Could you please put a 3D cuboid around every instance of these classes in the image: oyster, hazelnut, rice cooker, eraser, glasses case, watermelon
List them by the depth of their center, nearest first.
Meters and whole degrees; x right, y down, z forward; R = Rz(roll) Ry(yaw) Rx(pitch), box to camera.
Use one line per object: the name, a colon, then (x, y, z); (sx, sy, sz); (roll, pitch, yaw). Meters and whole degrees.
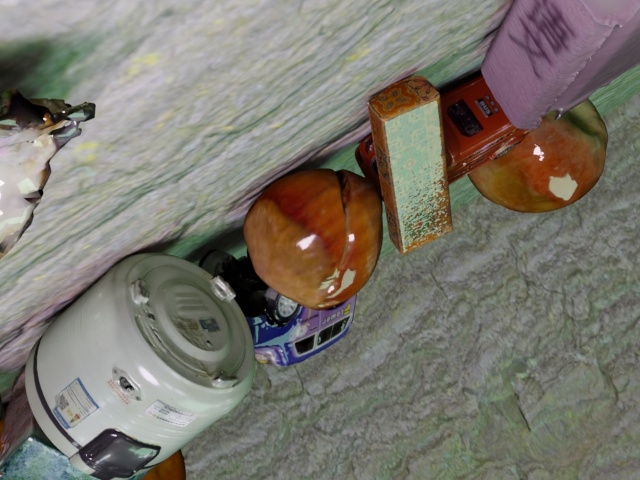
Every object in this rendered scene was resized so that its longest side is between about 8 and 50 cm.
oyster: (-0.244, -0.002, 0.568); (0.198, 0.092, 0.260); (-23, 160, -51)
eraser: (0.329, -0.267, 1.061); (0.272, 0.122, 0.359); (-33, 174, -5)
rice cooker: (-0.210, 0.151, 1.158); (0.244, 0.226, 0.226); (-37, 171, 27)
glasses case: (0.106, -0.084, 1.158); (0.075, 0.049, 0.218); (-25, 137, -11)
hazelnut: (0.000, 0.000, 1.221); (0.182, 0.182, 0.182); (-31, 173, -4)
watermelon: (-0.342, 0.255, 1.296); (0.148, 0.226, 0.318); (-43, 168, 10)

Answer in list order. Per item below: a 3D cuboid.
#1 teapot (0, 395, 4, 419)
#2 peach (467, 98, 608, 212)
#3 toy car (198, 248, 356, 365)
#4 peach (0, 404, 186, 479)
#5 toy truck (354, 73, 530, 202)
teapot: (-0.461, 0.255, 1.163); (0.269, 0.173, 0.183); (-53, 161, -49)
peach: (0.331, -0.145, 1.582); (0.214, 0.214, 0.235); (-26, 177, -41)
toy car: (-0.061, 0.089, 1.389); (0.235, 0.158, 0.172); (-22, -149, -40)
peach: (-0.385, 0.393, 1.574); (0.342, 0.302, 0.343); (-12, -177, 1)
toy truck: (0.171, -0.140, 1.287); (0.252, 0.107, 0.114); (-30, 172, -29)
